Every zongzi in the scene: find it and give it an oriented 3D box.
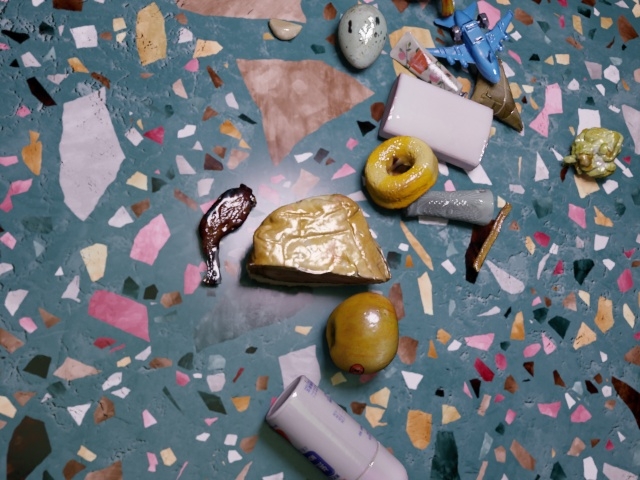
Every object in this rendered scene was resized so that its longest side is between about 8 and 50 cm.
[{"bbox_3d":[0.500,-0.405,1.632,0.176,0.078,0.160,23,73,-18],"label":"zongzi"}]

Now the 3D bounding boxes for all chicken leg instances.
[{"bbox_3d":[-0.230,-0.020,1.382,0.105,0.051,0.254,24,76,-13],"label":"chicken leg"}]

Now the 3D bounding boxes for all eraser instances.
[{"bbox_3d":[0.300,-0.306,1.547,0.270,0.095,0.174,20,74,-9],"label":"eraser"}]

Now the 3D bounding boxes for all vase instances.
[{"bbox_3d":[0.317,-0.090,1.507,0.219,0.096,0.096,3,77,-10],"label":"vase"}]

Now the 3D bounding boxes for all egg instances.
[{"bbox_3d":[0.109,-0.522,1.528,0.131,0.131,0.164,0,76,-14],"label":"egg"}]

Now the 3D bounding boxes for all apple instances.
[{"bbox_3d":[0.093,0.210,1.343,0.155,0.182,0.183,-3,79,-6],"label":"apple"}]

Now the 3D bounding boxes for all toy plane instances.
[{"bbox_3d":[0.410,-0.524,1.582,0.254,0.105,0.271,-23,55,5],"label":"toy plane"}]

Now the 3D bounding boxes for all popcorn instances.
[{"bbox_3d":[0.749,-0.241,1.634,0.141,0.162,0.136,32,35,-28],"label":"popcorn"}]

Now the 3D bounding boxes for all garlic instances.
[{"bbox_3d":[-0.094,-0.544,1.535,0.083,0.041,0.053,19,69,-1],"label":"garlic"}]

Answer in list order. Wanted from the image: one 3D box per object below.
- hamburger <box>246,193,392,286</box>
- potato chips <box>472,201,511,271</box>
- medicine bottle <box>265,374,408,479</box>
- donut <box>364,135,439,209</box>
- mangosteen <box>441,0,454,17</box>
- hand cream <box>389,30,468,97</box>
[{"bbox_3d":[0.001,-0.003,1.374,0.329,0.162,0.209,6,74,-10],"label":"hamburger"},{"bbox_3d":[0.444,-0.007,1.549,0.026,0.037,0.204,30,78,5],"label":"potato chips"},{"bbox_3d":[0.046,0.452,1.300,0.341,0.130,0.130,42,72,-2],"label":"medicine bottle"},{"bbox_3d":[0.191,-0.174,1.453,0.190,0.075,0.174,-22,60,10],"label":"donut"},{"bbox_3d":[0.305,-0.723,1.578,0.235,0.235,0.262,-25,99,-17],"label":"mangosteen"},{"bbox_3d":[0.297,-0.456,1.602,0.234,0.050,0.080,40,106,-2],"label":"hand cream"}]
